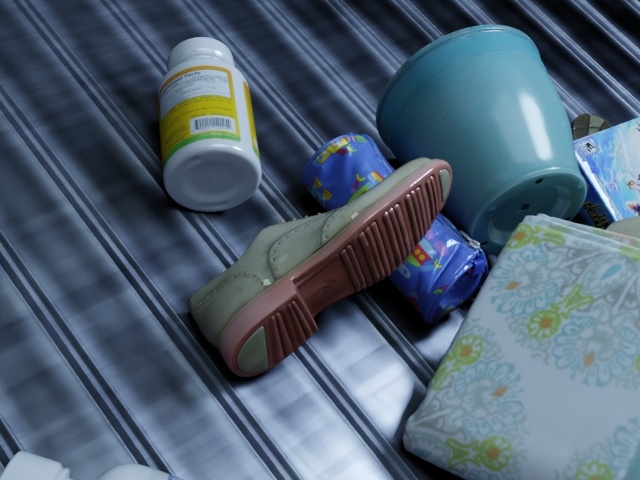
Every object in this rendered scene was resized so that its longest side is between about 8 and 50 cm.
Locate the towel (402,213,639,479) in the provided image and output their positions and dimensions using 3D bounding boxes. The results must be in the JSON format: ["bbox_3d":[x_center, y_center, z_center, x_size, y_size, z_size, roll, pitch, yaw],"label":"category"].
[{"bbox_3d":[0.317,0.153,1.345,0.320,0.090,0.375,17,68,41],"label":"towel"}]

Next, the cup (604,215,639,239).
[{"bbox_3d":[0.494,0.089,1.523,0.237,0.331,0.331,23,42,28],"label":"cup"}]

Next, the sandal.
[{"bbox_3d":[0.444,-0.118,1.832,0.090,0.060,0.219,16,61,-20],"label":"sandal"}]

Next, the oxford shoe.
[{"bbox_3d":[0.000,0.000,1.427,0.397,0.140,0.146,-37,54,-17],"label":"oxford shoe"}]

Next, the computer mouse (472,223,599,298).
[{"bbox_3d":[0.320,0.044,1.644,0.184,0.060,0.262,34,49,19],"label":"computer mouse"}]

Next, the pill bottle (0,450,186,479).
[{"bbox_3d":[-0.134,0.356,1.064,0.407,0.229,0.229,21,46,-4],"label":"pill bottle"}]

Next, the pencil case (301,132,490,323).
[{"bbox_3d":[0.108,-0.025,1.557,0.306,0.133,0.119,48,21,20],"label":"pencil case"}]

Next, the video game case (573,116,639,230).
[{"bbox_3d":[0.530,-0.063,1.771,0.244,0.061,0.270,-21,75,-35],"label":"video game case"}]

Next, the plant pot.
[{"bbox_3d":[0.251,-0.128,1.608,0.271,0.272,0.255,-5,52,-25],"label":"plant pot"}]

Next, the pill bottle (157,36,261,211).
[{"bbox_3d":[-0.164,-0.174,1.578,0.136,0.136,0.246,5,49,-18],"label":"pill bottle"}]
